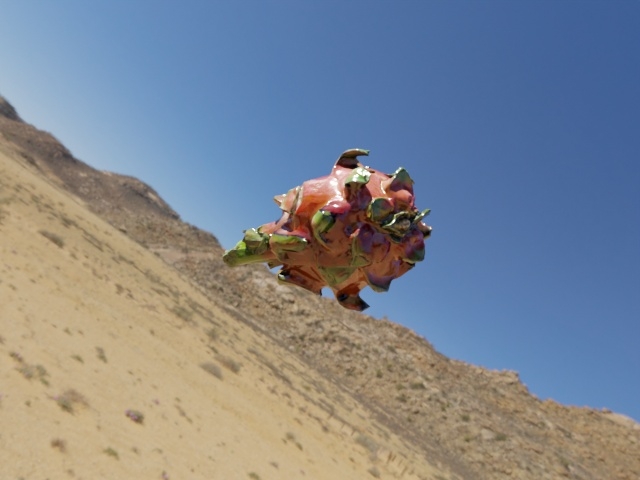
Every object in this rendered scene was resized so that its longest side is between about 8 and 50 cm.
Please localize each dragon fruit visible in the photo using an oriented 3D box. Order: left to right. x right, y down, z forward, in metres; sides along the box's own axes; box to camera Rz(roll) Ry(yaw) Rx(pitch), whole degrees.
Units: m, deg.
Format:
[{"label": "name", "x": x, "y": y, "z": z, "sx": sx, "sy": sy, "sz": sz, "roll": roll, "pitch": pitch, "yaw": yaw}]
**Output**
[{"label": "dragon fruit", "x": 0.003, "y": 0.001, "z": 0.540, "sx": 0.236, "sy": 0.135, "sz": 0.137, "roll": -28, "pitch": -63, "yaw": 26}]
